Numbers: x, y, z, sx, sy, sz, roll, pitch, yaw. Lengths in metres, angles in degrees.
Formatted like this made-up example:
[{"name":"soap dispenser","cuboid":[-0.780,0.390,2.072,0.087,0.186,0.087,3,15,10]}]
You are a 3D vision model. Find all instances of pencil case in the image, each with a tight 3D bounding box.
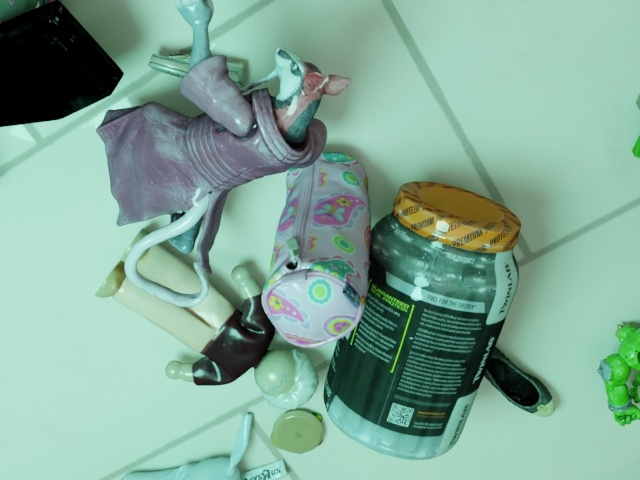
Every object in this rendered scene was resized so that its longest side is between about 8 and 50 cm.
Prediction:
[{"name":"pencil case","cuboid":[0.000,0.000,0.982,0.124,0.284,0.124,3,127,4]}]

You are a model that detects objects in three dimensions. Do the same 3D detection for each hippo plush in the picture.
[{"name":"hippo plush","cuboid":[-0.187,0.469,1.195,0.294,0.236,0.234,-26,109,11]}]

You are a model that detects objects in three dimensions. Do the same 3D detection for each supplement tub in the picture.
[{"name":"supplement tub","cuboid":[0.138,0.105,1.063,0.207,0.207,0.337,14,112,-5]}]

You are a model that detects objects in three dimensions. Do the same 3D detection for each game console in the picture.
[{"name":"game console","cuboid":[-0.402,-0.257,0.856,0.213,0.043,0.361,-13,142,23]}]

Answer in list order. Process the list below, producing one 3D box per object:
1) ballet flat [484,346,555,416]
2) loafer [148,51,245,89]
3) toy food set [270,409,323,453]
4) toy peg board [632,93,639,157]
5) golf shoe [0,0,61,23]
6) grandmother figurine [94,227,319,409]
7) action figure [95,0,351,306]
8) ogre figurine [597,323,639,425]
[{"name":"ballet flat","cuboid":[0.289,0.218,1.189,0.173,0.049,0.057,39,108,-13]},{"name":"loafer","cuboid":[-0.159,-0.228,1.027,0.125,0.045,0.039,14,95,-12]},{"name":"toy food set","cuboid":[-0.035,0.303,1.244,0.083,0.020,0.083,13,111,-5]},{"name":"toy peg board","cuboid":[0.491,-0.106,1.008,0.161,0.160,0.079,9,127,-3]},{"name":"golf shoe","cuboid":[-0.398,-0.380,0.914,0.105,0.120,0.272,-7,112,30]},{"name":"grandmother figurine","cuboid":[-0.153,0.134,1.139,0.342,0.104,0.207,35,117,-9]},{"name":"action figure","cuboid":[-0.122,-0.108,0.924,0.248,0.275,0.370,25,149,-38]},{"name":"ogre figurine","cuboid":[0.487,0.173,1.146,0.197,0.096,0.118,-34,119,25]}]
